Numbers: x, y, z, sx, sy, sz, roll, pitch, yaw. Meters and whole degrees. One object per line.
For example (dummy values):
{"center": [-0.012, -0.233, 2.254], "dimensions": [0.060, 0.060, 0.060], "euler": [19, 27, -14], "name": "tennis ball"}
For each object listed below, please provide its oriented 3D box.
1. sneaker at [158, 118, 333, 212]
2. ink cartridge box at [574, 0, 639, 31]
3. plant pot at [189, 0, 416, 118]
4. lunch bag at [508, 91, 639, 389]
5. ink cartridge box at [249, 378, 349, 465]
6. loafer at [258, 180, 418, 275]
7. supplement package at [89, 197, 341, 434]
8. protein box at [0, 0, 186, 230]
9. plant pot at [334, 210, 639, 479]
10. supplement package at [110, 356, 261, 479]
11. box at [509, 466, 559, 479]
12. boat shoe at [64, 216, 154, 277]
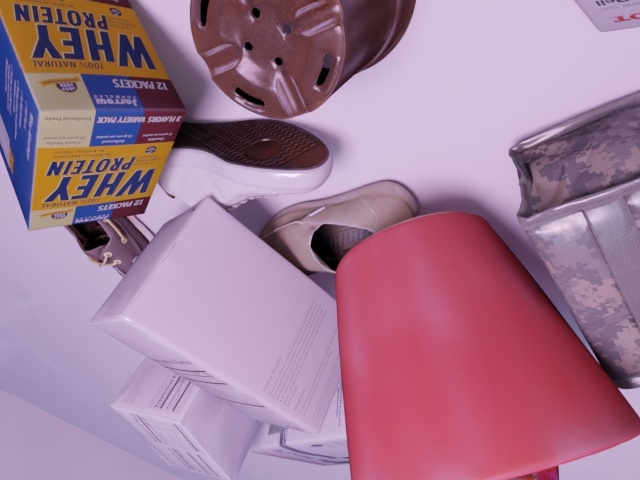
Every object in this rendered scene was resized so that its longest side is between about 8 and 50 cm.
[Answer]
{"center": [-0.104, -0.084, 0.569], "dimensions": [0.290, 0.106, 0.123], "euler": [13, 137, 30], "name": "sneaker"}
{"center": [0.197, -0.199, 0.220], "dimensions": [0.153, 0.209, 0.086], "euler": [17, 97, 50], "name": "ink cartridge box"}
{"center": [-0.014, -0.196, 0.374], "dimensions": [0.167, 0.165, 0.167], "euler": [13, 134, 13], "name": "plant pot"}
{"center": [0.352, -0.019, 0.367], "dimensions": [0.287, 0.169, 0.235], "euler": [-24, 117, 32], "name": "lunch bag"}
{"center": [0.027, 0.351, 0.840], "dimensions": [0.211, 0.121, 0.289], "euler": [29, 139, -30], "name": "ink cartridge box"}
{"center": [0.000, 0.000, 0.594], "dimensions": [0.269, 0.092, 0.102], "euler": [-22, 116, 36], "name": "loafer"}
{"center": [-0.121, 0.113, 0.607], "dimensions": [0.293, 0.177, 0.175], "euler": [42, 147, -24], "name": "supplement package"}
{"center": [-0.281, -0.153, 0.495], "dimensions": [0.200, 0.136, 0.201], "euler": [-45, 69, 44], "name": "protein box"}
{"center": [0.139, 0.120, 0.476], "dimensions": [0.275, 0.243, 0.275], "euler": [-12, 151, -7], "name": "plant pot"}
{"center": [-0.193, 0.247, 0.785], "dimensions": [0.145, 0.261, 0.204], "euler": [0, 130, 25], "name": "supplement package"}
{"center": [0.286, 0.249, 0.660], "dimensions": [0.123, 0.128, 0.256], "euler": [-4, 128, 28], "name": "box"}
{"center": [-0.373, -0.014, 0.752], "dimensions": [0.117, 0.096, 0.324], "euler": [-1, 129, 26], "name": "boat shoe"}
